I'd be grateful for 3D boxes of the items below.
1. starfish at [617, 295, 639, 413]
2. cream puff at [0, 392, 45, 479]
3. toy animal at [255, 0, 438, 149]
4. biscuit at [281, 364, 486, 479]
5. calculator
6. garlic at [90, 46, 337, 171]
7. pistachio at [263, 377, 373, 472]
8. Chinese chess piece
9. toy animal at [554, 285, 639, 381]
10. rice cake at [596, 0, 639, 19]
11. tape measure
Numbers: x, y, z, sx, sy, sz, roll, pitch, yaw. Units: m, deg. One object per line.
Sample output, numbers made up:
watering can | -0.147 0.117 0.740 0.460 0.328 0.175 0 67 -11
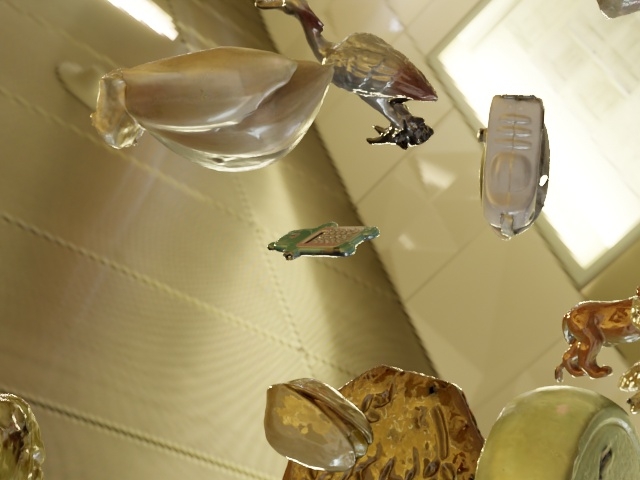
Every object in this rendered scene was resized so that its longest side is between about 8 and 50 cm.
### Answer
starfish | 0.414 0.078 1.259 0.094 0.375 0.327 21 -142 6
cream puff | -0.378 0.263 0.914 0.257 0.324 0.291 3 -130 -1
toy animal | 0.049 -0.253 1.615 0.324 0.195 0.090 45 -117 -13
biscuit | 0.086 0.347 1.591 0.046 0.359 0.359 34 -159 -47
calculator | 0.000 0.000 1.332 0.094 0.141 0.019 -34 -66 -42
garlic | -0.135 -0.175 1.537 0.279 0.325 0.132 48 -137 -82
pistachio | -0.004 0.226 1.371 0.149 0.113 0.113 14 -179 34
Chinese chess piece | 0.246 0.274 1.131 0.250 0.101 0.250 -3 -86 -55
toy animal | 0.504 0.132 1.817 0.097 0.312 0.157 -10 -96 -64
rice cake | 0.303 -0.438 1.211 0.064 0.070 0.399 -48 -53 -52
tape measure | 0.315 -0.125 1.821 0.120 0.236 0.197 5 -169 11
